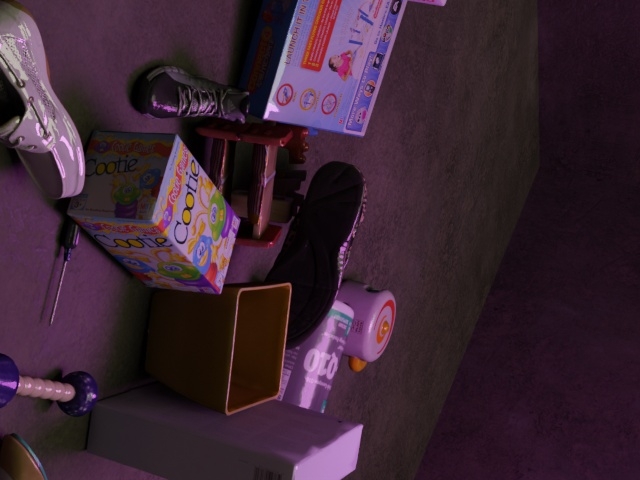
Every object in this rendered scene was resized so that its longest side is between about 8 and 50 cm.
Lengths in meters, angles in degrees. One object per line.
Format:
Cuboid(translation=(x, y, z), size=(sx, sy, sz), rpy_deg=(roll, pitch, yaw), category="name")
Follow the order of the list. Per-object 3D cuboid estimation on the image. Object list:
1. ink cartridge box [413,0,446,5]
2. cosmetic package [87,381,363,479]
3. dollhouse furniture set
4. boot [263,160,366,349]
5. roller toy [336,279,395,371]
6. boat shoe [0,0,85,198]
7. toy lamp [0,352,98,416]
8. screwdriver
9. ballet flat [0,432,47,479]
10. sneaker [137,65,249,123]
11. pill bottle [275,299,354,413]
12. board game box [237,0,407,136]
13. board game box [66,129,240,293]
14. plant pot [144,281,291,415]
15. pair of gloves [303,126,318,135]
Cuboid(translation=(0.157, -0.611, 2.115), size=(0.278, 0.201, 0.117), rpy_deg=(33, 73, -67), category="ink cartridge box")
Cuboid(translation=(-0.156, 0.335, 1.718), size=(0.284, 0.377, 0.097), rpy_deg=(-12, 113, -65), category="cosmetic package")
Cuboid(translation=(-0.122, -0.132, 1.877), size=(0.374, 0.152, 0.201), rpy_deg=(-62, 160, -73), category="dollhouse furniture set")
Cuboid(translation=(-0.006, 0.014, 1.994), size=(0.284, 0.138, 0.377), rpy_deg=(-57, 166, -80), category="boot")
Cuboid(translation=(0.105, 0.208, 2.571), size=(0.209, 0.146, 0.191), rpy_deg=(-57, 151, -37), category="roller toy")
Cuboid(translation=(-0.380, -0.157, 1.265), size=(0.096, 0.098, 0.277), rpy_deg=(-53, 139, -43), category="boat shoe")
Cuboid(translation=(-0.412, 0.204, 1.426), size=(0.275, 0.080, 0.080), rpy_deg=(30, 75, -68), category="toy lamp")
Cuboid(translation=(-0.374, 0.044, 1.484), size=(0.025, 0.024, 0.169), rpy_deg=(7, 95, -39), category="screwdriver")
Cuboid(translation=(-0.432, 0.375, 1.491), size=(0.073, 0.080, 0.232), rpy_deg=(-43, 143, -28), category="ballet flat")
Cuboid(translation=(-0.185, -0.229, 1.628), size=(0.229, 0.132, 0.086), rpy_deg=(-21, 122, -64), category="sneaker")
Cuboid(translation=(-0.076, 0.284, 2.111), size=(0.204, 0.204, 0.360), rpy_deg=(39, 67, -66), category="pill bottle")
Cuboid(translation=(0.008, -0.366, 1.907), size=(0.302, 0.086, 0.308), rpy_deg=(3, 109, -50), category="board game box")
Cuboid(translation=(-0.248, -0.037, 1.557), size=(0.275, 0.144, 0.142), rpy_deg=(58, 40, -60), category="board game box")
Cuboid(translation=(-0.188, 0.171, 1.779), size=(0.212, 0.187, 0.212), rpy_deg=(-2, 99, -68), category="plant pot")
Cuboid(translation=(-0.016, -0.313, 2.127), size=(0.159, 0.023, 0.198), rpy_deg=(-29, 130, -61), category="pair of gloves")
